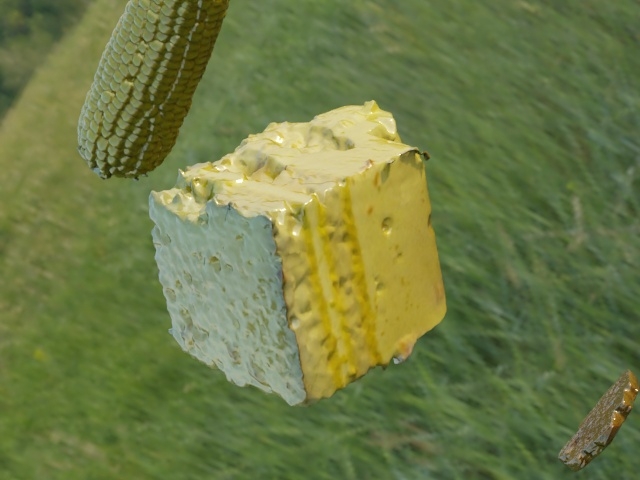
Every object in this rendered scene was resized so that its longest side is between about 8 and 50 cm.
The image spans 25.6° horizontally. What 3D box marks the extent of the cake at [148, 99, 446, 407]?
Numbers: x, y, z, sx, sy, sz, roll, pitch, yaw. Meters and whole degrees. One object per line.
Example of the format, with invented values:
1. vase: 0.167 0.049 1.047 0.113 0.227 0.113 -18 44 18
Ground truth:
1. cake: 0.000 0.000 1.466 0.222 0.286 0.228 18 125 45

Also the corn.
1. corn: -0.145 -0.161 1.236 0.260 0.091 0.091 -62 1 37

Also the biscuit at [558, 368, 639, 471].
1. biscuit: 0.293 0.184 1.446 0.130 0.019 0.119 -52 0 -25
